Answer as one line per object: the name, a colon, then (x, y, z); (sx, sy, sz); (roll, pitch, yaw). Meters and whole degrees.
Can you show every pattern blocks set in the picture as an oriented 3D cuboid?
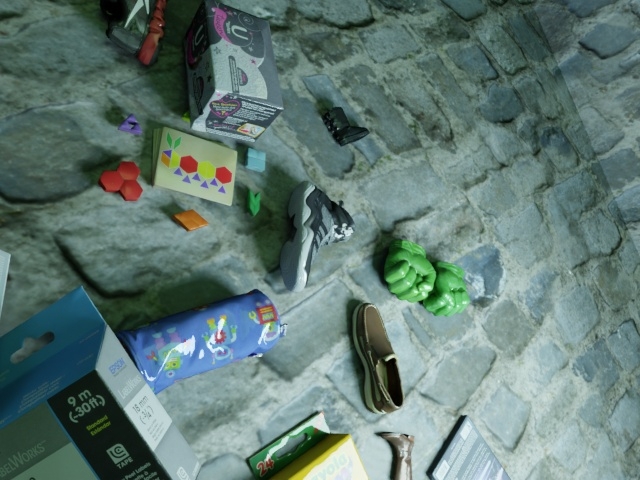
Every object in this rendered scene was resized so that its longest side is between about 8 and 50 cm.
pattern blocks set: (-0.269, -0.156, 1.047); (0.324, 0.026, 0.286); (23, 62, -27)

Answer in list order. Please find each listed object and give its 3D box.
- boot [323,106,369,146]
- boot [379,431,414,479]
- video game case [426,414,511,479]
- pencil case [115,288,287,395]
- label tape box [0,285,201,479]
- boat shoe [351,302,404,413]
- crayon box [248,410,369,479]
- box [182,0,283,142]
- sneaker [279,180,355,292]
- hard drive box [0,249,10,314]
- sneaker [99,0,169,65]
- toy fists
boot: (0.070, -0.311, 1.327); (0.121, 0.045, 0.099); (-27, 88, -37)
boot: (0.175, 0.503, 1.136); (0.106, 0.037, 0.114); (19, 69, -26)
video game case: (0.396, 0.619, 1.257); (0.196, 0.026, 0.274); (-40, 100, -37)
pencil case: (-0.216, 0.187, 0.913); (0.305, 0.119, 0.133); (-14, 91, -37)
label tape box: (-0.367, 0.273, 0.708); (0.240, 0.106, 0.334); (-32, 94, 2)
boat shoe: (0.145, 0.268, 1.152); (0.095, 0.095, 0.258); (-4, 77, -36)
crayon box: (0.010, 0.533, 0.980); (0.202, 0.081, 0.319); (-22, 87, -37)
box: (-0.196, -0.366, 1.075); (0.163, 0.142, 0.248); (6, 63, -35)
sneaker: (0.000, 0.000, 1.135); (0.153, 0.101, 0.269); (18, 62, -26)
hard drive box: (-0.549, 0.120, 0.669); (0.180, 0.089, 0.233); (-2, 72, 1)
sneaker: (-0.384, -0.510, 1.039); (0.135, 0.097, 0.277); (15, 68, -33)
toy fists: (0.284, 0.109, 1.304); (0.279, 0.096, 0.143); (26, 62, -27)
